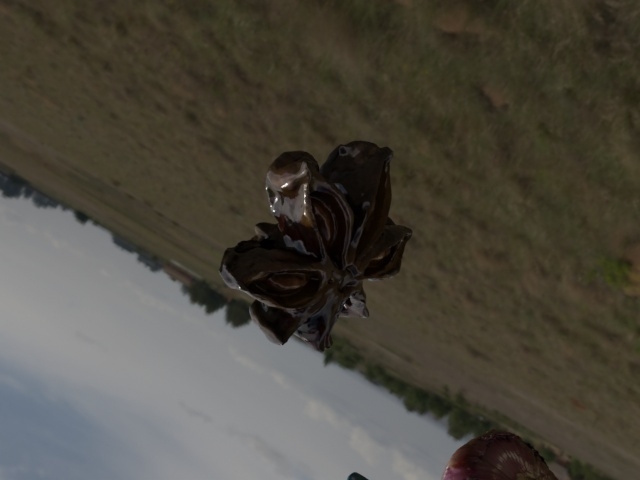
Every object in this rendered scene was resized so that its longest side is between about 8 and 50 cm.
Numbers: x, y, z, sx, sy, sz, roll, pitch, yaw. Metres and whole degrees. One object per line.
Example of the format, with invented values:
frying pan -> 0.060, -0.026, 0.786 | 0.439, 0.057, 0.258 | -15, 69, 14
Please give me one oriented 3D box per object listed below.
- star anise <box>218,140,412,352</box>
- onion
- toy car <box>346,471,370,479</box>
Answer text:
star anise -> -0.003, -0.002, 0.760 | 0.099, 0.214, 0.220 | 14, 157, 32
onion -> 0.241, 0.386, 1.161 | 0.163, 0.229, 0.230 | -34, 128, 31
toy car -> 0.047, 0.253, 0.593 | 0.161, 0.126, 0.098 | 42, -159, 22
